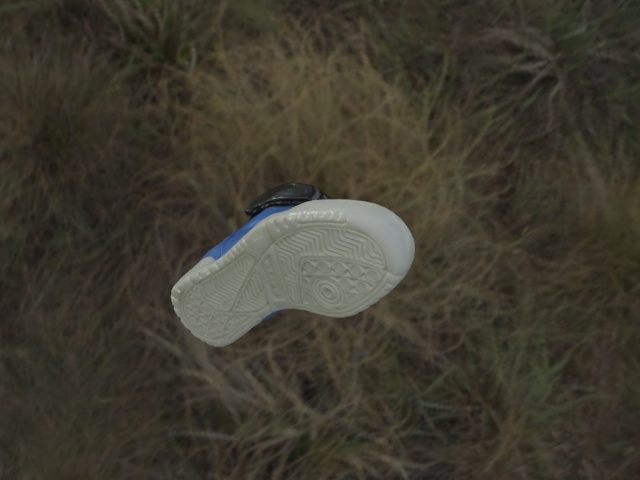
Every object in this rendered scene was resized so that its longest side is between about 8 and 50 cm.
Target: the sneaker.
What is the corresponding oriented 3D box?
[{"bbox_3d":[-0.001,-0.001,0.551,0.058,0.152,0.084,53,49,-10],"label":"sneaker"}]
